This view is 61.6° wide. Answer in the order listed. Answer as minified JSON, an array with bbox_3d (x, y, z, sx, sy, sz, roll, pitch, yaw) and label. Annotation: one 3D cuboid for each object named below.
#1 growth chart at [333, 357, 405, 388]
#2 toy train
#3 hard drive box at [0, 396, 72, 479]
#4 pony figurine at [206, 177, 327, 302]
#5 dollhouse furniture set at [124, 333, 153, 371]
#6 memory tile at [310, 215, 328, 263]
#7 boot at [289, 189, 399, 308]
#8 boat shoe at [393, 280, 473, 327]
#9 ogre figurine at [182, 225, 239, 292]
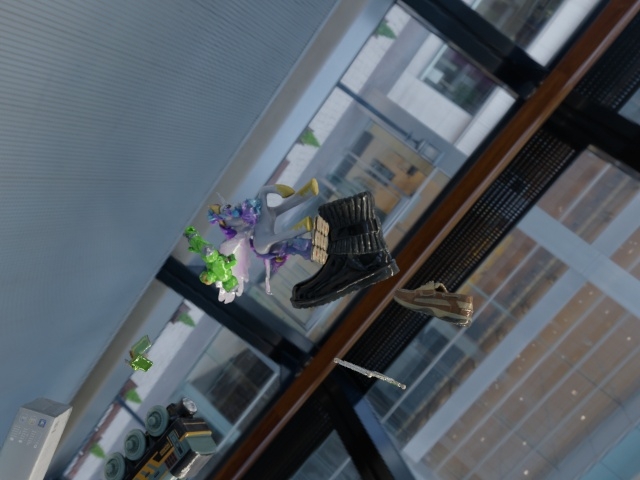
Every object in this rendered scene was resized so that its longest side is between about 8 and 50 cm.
[{"bbox_3d":[0.165,0.450,1.831,0.237,0.172,0.021,31,77,-44],"label":"growth chart"},{"bbox_3d":[-0.417,0.568,1.382,0.334,0.190,0.142,-49,147,7],"label":"toy train"},{"bbox_3d":[-0.710,0.517,1.306,0.181,0.089,0.232,142,-33,-74],"label":"hard drive box"},{"bbox_3d":[-0.173,-0.005,1.631,0.364,0.350,0.303,-10,176,22],"label":"pony figurine"},{"bbox_3d":[-0.551,0.334,1.611,0.076,0.152,0.058,-47,125,-2],"label":"dollhouse furniture set"},{"bbox_3d":[0.000,0.000,1.348,0.148,0.012,0.113,31,64,-76],"label":"memory tile"},{"bbox_3d":[0.031,0.027,1.542,0.348,0.260,0.131,-24,-176,11],"label":"boot"},{"bbox_3d":[0.398,0.204,1.861,0.123,0.324,0.119,18,87,-40],"label":"boat shoe"},{"bbox_3d":[-0.255,0.057,1.300,0.097,0.118,0.196,-20,111,-23],"label":"ogre figurine"}]
